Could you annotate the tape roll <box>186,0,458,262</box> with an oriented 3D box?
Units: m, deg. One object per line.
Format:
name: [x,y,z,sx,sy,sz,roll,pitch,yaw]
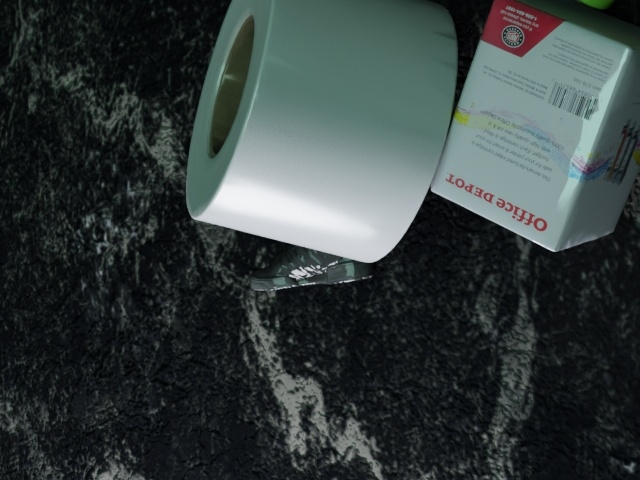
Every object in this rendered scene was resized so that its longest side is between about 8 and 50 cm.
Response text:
tape roll: [-0.004,-0.115,1.142,0.246,0.169,0.246,-165,90,-74]

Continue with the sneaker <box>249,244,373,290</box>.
sneaker: [-0.001,0.000,1.304,0.170,0.051,0.089,-7,93,31]

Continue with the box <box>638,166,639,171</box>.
box: [0.250,-0.104,1.122,0.137,0.027,0.093,-5,96,35]

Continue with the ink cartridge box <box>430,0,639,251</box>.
ink cartridge box: [0.196,-0.099,1.063,0.128,0.127,0.176,30,113,28]

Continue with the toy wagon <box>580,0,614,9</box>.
toy wagon: [0.259,-0.301,0.970,0.344,0.068,0.267,34,124,-3]
